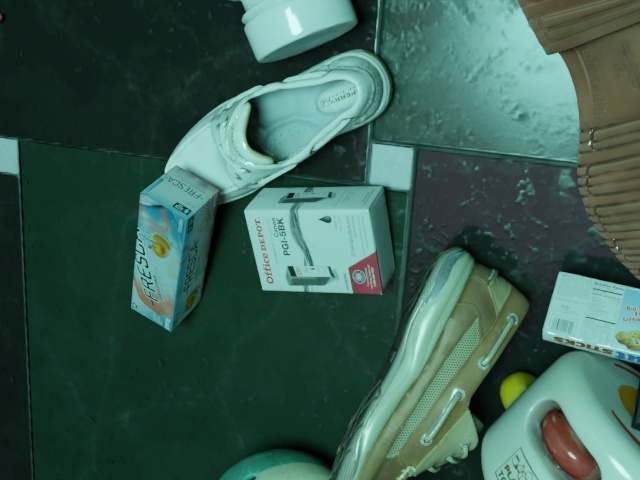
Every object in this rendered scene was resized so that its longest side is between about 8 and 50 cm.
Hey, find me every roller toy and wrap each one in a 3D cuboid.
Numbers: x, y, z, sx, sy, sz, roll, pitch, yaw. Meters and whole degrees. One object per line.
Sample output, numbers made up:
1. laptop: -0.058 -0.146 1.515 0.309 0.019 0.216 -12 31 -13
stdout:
1. roller toy: 0.244 0.207 0.685 0.209 0.191 0.146 41 115 8

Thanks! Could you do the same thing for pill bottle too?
1. pill bottle: -0.052 -0.290 0.710 0.131 0.131 0.229 -19 96 25

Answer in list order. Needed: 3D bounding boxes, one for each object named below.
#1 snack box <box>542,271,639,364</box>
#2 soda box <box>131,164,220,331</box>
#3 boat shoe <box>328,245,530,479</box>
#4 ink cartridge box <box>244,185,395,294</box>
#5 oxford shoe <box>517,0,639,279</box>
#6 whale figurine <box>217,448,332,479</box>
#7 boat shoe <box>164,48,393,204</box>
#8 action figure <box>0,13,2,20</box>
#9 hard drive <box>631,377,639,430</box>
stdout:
1. snack box: 0.290 0.077 0.674 0.178 0.064 0.022 13 153 22
2. soda box: -0.158 0.013 0.834 0.058 0.063 0.183 29 135 12
3. boat shoe: 0.098 0.169 0.742 0.116 0.123 0.325 26 93 2
4. ink cartridge box: 0.000 0.000 0.794 0.135 0.056 0.099 0 118 22
5. oxford shoe: 0.277 -0.124 0.621 0.140 0.146 0.397 -4 123 39
6. whale figurine: -0.031 0.353 0.876 0.216 0.141 0.272 -30 116 -11
7. boat shoe: -0.064 -0.107 0.780 0.277 0.096 0.098 -27 96 27
8. action figure: -0.422 -0.245 0.928 0.115 0.030 0.038 -20 90 23
9. hard drive: 0.310 0.099 0.621 0.094 0.022 0.135 16 64 14
